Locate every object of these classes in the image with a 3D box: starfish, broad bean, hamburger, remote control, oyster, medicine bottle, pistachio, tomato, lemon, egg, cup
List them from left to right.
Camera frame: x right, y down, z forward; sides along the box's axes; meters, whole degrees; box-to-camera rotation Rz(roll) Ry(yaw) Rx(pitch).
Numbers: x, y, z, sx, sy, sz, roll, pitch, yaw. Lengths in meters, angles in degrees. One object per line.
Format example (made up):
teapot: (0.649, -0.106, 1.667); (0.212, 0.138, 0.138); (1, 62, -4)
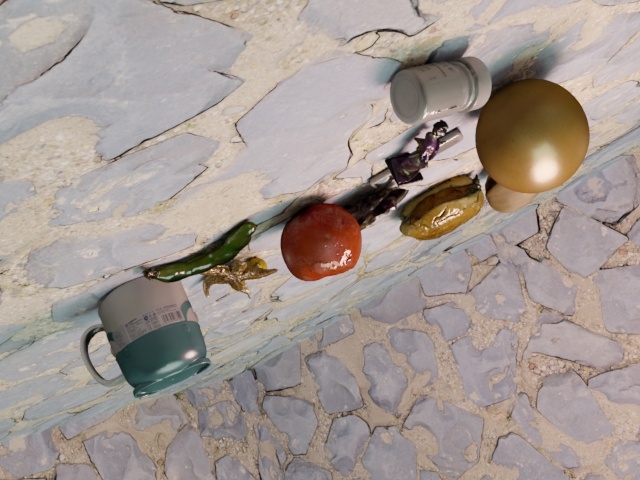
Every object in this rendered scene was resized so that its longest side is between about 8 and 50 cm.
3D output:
cup: (-0.441, 0.244, 1.656); (0.290, 0.257, 0.219); (-22, 160, -15)
broad bean: (-0.280, 0.040, 1.607); (0.292, 0.049, 0.144); (-24, 165, -7)
starfish: (-0.234, 0.102, 1.823); (0.236, 0.062, 0.277); (-16, 152, 20)
lemon: (-0.181, 0.079, 1.899); (0.062, 0.062, 0.083); (-22, 167, -15)
tomato: (0.000, 0.000, 1.673); (0.208, 0.184, 0.208); (-16, 169, -3)
oyster: (0.111, -0.064, 1.823); (0.271, 0.100, 0.275); (-27, 170, -23)
remote control: (0.244, -0.201, 1.696); (0.261, 0.029, 0.067); (-29, 166, 14)
hamburger: (0.377, -0.094, 2.119); (0.309, 0.132, 0.211); (-30, 168, 24)
medicine bottle: (0.220, -0.276, 1.230); (0.168, 0.105, 0.105); (-18, 164, -28)
pistachio: (0.637, -0.193, 2.123); (0.197, 0.166, 0.288); (1, 154, -30)
egg: (0.478, -0.238, 1.524); (0.250, 0.250, 0.322); (-30, 160, 16)

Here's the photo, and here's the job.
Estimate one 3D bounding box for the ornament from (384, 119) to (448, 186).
ornament: (0.247, -0.211, 1.556); (0.081, 0.088, 0.203); (-17, 162, -36)
